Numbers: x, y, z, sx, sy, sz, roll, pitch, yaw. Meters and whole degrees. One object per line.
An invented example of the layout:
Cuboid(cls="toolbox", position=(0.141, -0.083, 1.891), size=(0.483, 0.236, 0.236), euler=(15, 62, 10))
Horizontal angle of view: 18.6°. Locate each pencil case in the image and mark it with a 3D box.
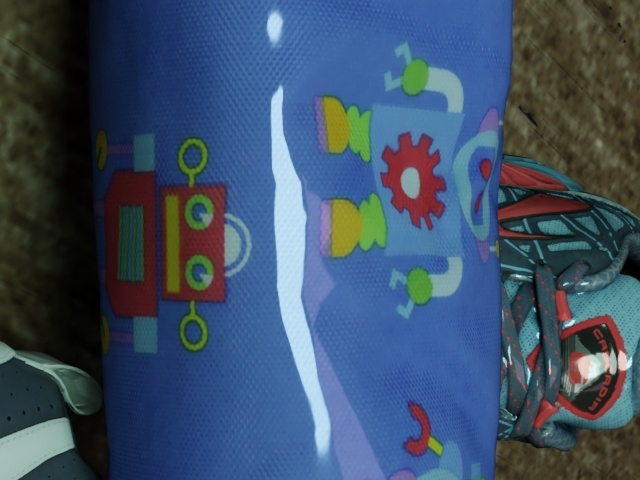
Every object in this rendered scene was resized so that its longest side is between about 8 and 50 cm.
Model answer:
Cuboid(cls="pencil case", position=(0.000, 0.000, 0.547), size=(0.133, 0.119, 0.306), euler=(-3, 92, -45))

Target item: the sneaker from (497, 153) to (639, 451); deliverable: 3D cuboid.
Cuboid(cls="sneaker", position=(0.057, 0.020, 0.688), size=(0.262, 0.125, 0.104), euler=(-8, 114, -48))

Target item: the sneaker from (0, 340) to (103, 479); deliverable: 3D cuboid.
Cuboid(cls="sneaker", position=(-0.126, 0.127, 0.549), size=(0.153, 0.094, 0.235), euler=(13, 89, -44))
